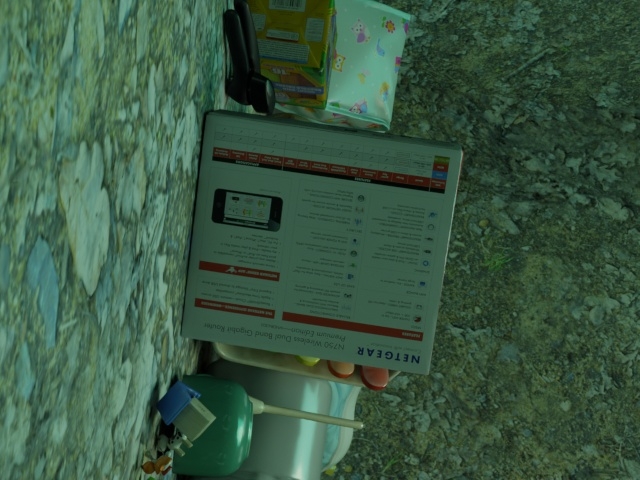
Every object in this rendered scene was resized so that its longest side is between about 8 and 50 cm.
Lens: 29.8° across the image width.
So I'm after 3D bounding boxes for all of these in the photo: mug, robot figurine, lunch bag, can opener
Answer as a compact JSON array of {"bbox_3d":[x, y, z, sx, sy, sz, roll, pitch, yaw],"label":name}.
[{"bbox_3d":[-0.140,0.235,1.596,0.129,0.097,0.158,107,-12,-60],"label":"mug"},{"bbox_3d":[-0.093,0.308,1.807,0.300,0.199,0.354,31,59,-42],"label":"robot figurine"},{"bbox_3d":[0.004,-0.318,2.072,0.160,0.262,0.223,7,-93,51],"label":"lunch bag"},{"bbox_3d":[-0.101,-0.255,1.646,0.186,0.073,0.059,81,23,-46],"label":"can opener"}]

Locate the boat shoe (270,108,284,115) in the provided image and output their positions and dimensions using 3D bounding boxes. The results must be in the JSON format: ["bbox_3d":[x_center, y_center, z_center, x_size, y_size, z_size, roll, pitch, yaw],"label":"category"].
[{"bbox_3d":[-0.037,-0.246,2.226,0.105,0.113,0.306,147,-46,-86],"label":"boat shoe"}]

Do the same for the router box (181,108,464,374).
[{"bbox_3d":[0.000,0.000,1.581,0.082,0.335,0.301,-60,159,-79],"label":"router box"}]

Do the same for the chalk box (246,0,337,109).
[{"bbox_3d":[-0.047,-0.282,1.810,0.213,0.132,0.132,79,19,-75],"label":"chalk box"}]

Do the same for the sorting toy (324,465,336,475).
[{"bbox_3d":[-0.081,0.431,2.281,0.307,0.041,0.229,-16,-124,49],"label":"sorting toy"}]

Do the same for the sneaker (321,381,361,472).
[{"bbox_3d":[-0.025,0.287,2.046,0.150,0.135,0.366,-26,143,-37],"label":"sneaker"}]

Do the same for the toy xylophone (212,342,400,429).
[{"bbox_3d":[-0.018,0.150,1.742,0.081,0.322,0.236,118,-30,-42],"label":"toy xylophone"}]

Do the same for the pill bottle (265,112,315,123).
[{"bbox_3d":[-0.067,-0.087,1.767,0.272,0.152,0.152,-73,170,-70],"label":"pill bottle"}]

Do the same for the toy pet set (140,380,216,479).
[{"bbox_3d":[-0.190,0.234,1.460,0.114,0.065,0.122,-47,175,4],"label":"toy pet set"}]
